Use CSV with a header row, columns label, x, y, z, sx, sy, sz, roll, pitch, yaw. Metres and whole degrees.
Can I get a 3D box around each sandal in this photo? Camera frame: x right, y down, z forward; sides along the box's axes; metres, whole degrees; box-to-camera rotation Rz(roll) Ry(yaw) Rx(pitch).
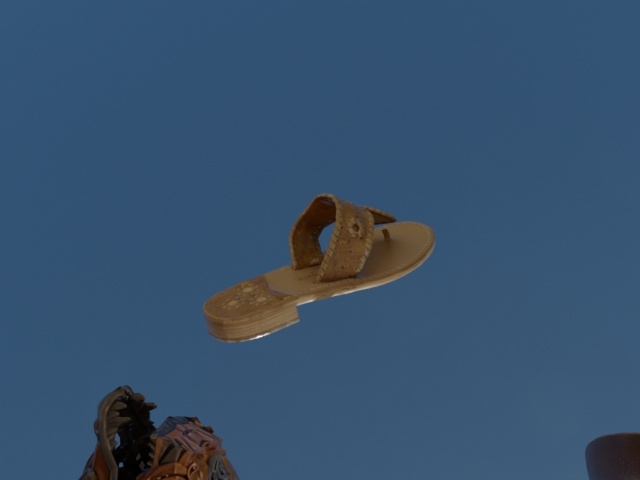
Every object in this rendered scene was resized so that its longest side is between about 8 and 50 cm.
label,x,y,z,sx,sy,sz,roll,pitch,yaw
sandal,0.004,0.002,0.860,0.240,0.079,0.088,-25,-151,-31

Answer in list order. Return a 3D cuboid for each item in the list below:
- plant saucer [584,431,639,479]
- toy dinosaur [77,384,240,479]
label,x,y,z,sx,sy,sz,roll,pitch,yaw
plant saucer,0.355,0.248,0.820,0.311,0.310,0.050,21,-111,21
toy dinosaur,-0.158,0.202,0.467,0.218,0.164,0.322,32,-94,16
